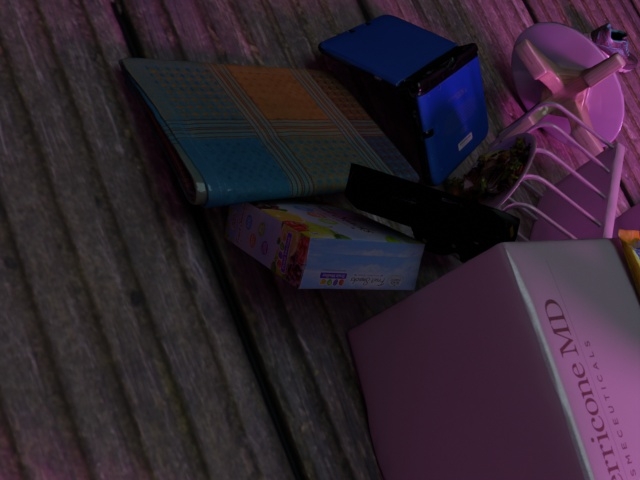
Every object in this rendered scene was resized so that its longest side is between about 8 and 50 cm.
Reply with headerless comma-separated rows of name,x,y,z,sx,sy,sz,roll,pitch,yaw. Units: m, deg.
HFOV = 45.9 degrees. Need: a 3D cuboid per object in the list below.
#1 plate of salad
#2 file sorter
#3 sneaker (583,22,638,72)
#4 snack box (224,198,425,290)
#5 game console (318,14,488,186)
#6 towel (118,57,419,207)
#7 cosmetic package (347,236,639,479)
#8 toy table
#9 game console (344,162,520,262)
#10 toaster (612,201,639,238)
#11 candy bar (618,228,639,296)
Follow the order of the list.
plate of salad,0.258,-0.098,1.195,0.048,0.200,0.200,39,50,-14
file sorter,0.362,-0.068,1.264,0.173,0.193,0.278,35,51,-11
sneaker,0.702,-0.456,1.784,0.166,0.076,0.065,19,57,-26
snack box,0.000,0.000,0.966,0.174,0.207,0.070,4,106,-33
game console,0.153,-0.251,1.293,0.293,0.173,0.250,-41,124,-51
towel,-0.065,-0.156,1.056,0.370,0.040,0.271,-7,51,-38
cosmetic package,0.309,0.206,0.987,0.393,0.327,0.330,-1,67,-35
toy table,0.457,-0.279,1.430,0.274,0.252,0.161,44,32,4
game console,0.159,-0.020,1.038,0.213,0.361,0.044,20,86,14
toaster,0.626,0.016,1.408,0.168,0.185,0.110,23,39,-36
candy bar,0.391,0.061,0.892,0.040,0.018,0.162,0,65,-34
